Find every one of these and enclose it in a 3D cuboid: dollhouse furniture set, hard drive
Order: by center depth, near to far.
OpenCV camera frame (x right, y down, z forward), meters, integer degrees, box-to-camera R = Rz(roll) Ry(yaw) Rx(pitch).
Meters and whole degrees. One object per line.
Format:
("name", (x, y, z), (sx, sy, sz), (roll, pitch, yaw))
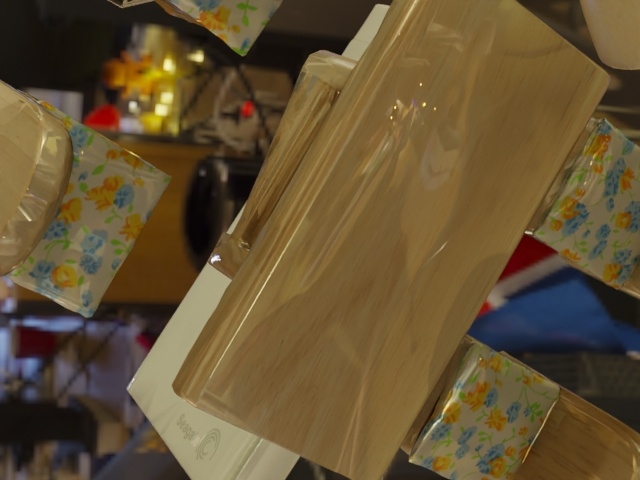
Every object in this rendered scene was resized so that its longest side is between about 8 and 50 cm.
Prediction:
("dollhouse furniture set", (0.095, -0.072, 0.595), (0.394, 0.362, 0.256), (-60, 33, 0))
("hard drive", (0.000, 0.000, 0.867), (0.308, 0.040, 0.203), (-57, 25, 0))

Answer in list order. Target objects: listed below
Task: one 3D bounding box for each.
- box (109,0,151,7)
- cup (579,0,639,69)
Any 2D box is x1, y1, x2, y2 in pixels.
("box", (-0.122, -0.305, 1.202), (0.036, 0.114, 0.207), (32, 120, 19))
("cup", (0.316, -0.320, 1.108), (0.237, 0.331, 0.331), (58, 158, -16))
